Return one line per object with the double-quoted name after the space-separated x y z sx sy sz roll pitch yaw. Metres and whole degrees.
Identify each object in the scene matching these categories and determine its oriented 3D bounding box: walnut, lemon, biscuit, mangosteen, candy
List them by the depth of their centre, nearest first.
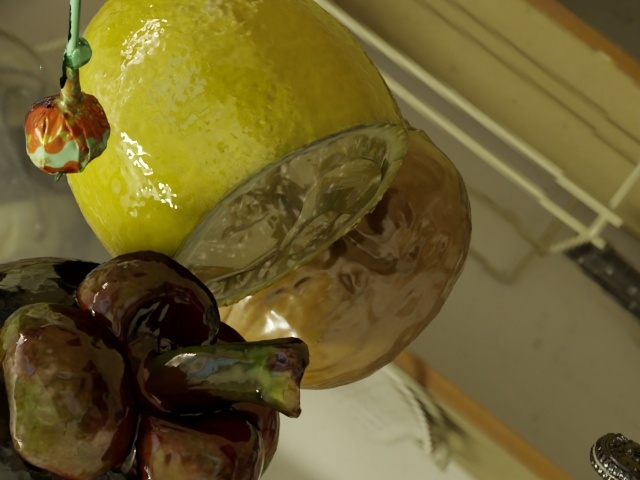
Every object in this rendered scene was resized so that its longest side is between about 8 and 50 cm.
-0.138 -0.107 0.690 0.049 0.055 0.184 28 137 10 "candy"
-0.208 0.186 1.080 0.382 0.382 0.435 44 143 -23 "mangosteen"
0.298 0.211 1.148 0.089 0.027 0.087 0 -153 -27 "biscuit"
-0.114 -0.127 1.286 0.364 0.364 0.364 38 171 8 "lemon"
0.000 0.000 1.575 0.354 0.398 0.308 43 170 22 "walnut"
